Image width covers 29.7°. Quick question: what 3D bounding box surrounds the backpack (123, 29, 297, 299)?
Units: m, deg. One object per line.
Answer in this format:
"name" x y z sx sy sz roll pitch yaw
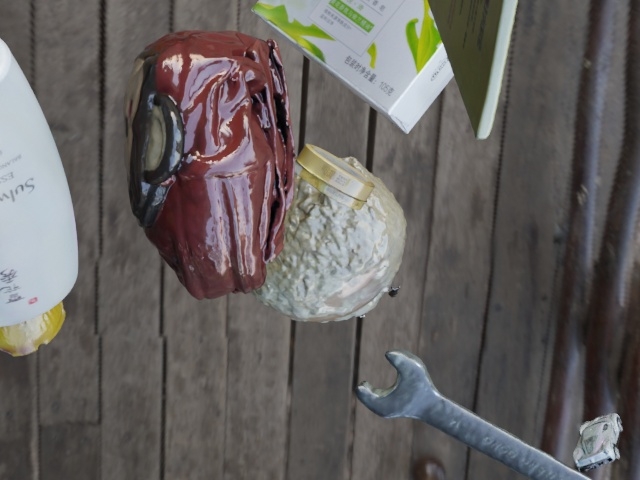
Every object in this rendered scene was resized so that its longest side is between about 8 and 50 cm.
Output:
"backpack" -0.085 -0.059 0.963 0.139 0.229 0.229 -7 107 -9

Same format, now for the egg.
"egg" 0.000 0.000 1.902 0.279 0.279 0.310 37 137 -10

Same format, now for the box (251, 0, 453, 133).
"box" 0.070 -0.299 1.611 0.260 0.111 0.194 39 94 23

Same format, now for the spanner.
"spanner" 0.143 0.152 0.847 0.254 0.015 0.054 28 102 7

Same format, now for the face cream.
"face cream" -0.145 -0.014 0.528 0.072 0.051 0.182 -16 147 -16

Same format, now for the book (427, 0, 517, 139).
"book" 0.087 -0.183 0.720 0.013 0.192 0.168 -3 134 -8

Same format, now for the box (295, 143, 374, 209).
"box" 0.016 -0.080 1.500 0.105 0.105 0.037 31 99 -8

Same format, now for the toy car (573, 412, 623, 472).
"toy car" 0.259 0.185 1.129 0.041 0.093 0.025 -24 102 23
